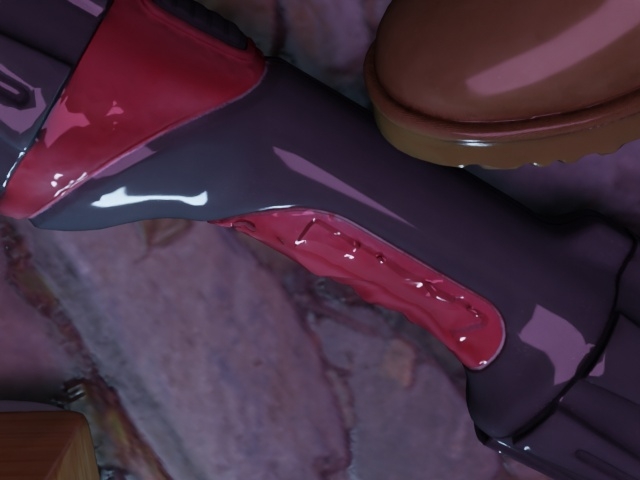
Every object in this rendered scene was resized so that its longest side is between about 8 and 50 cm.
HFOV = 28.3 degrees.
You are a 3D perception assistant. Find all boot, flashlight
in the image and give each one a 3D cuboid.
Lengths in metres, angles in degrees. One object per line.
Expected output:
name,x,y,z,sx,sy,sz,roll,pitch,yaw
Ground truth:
boot,0.097,-0.164,0.328,0.236,0.089,0.269,-21,134,0
flashlight,0.000,0.000,0.452,0.304,0.103,0.103,31,155,-16

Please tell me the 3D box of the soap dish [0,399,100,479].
soap dish,-0.233,0.186,0.551,0.290,0.118,0.229,-2,118,3
